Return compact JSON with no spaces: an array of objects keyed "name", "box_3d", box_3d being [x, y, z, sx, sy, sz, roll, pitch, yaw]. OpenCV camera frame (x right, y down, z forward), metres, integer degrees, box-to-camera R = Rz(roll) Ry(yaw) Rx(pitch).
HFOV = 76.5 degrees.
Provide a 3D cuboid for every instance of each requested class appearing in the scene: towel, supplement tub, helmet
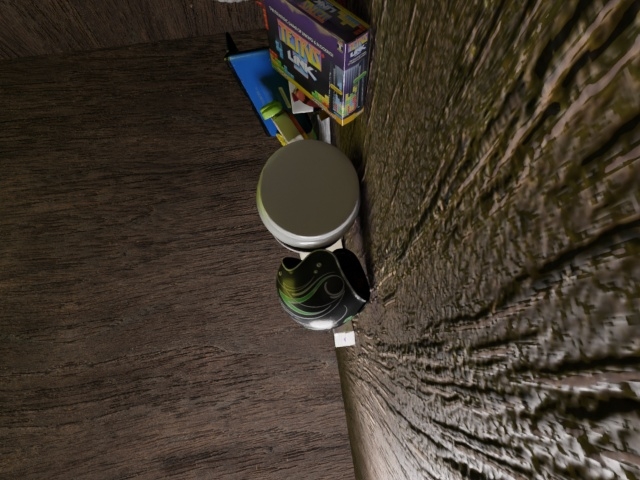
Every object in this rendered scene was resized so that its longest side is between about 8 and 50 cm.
[{"name":"towel","box_3d":[-0.006,-0.379,1.200,0.209,0.034,0.284,85,176,-45]},{"name":"supplement tub","box_3d":[-0.023,-0.075,0.802,0.272,0.191,0.190,108,154,-84]},{"name":"helmet","box_3d":[-0.003,0.092,0.794,0.169,0.162,0.169,49,-157,-29]}]

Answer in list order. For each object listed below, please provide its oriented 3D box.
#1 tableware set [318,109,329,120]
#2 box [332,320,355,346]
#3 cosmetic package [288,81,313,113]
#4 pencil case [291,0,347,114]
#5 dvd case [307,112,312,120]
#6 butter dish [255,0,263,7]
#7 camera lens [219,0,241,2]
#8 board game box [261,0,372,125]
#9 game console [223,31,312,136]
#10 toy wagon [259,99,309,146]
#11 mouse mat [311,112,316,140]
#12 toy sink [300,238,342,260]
[{"name":"tableware set","box_3d":[0.002,-0.324,0.887,0.104,0.024,0.154,55,-154,-50]},{"name":"box","box_3d":[0.056,0.212,1.374,0.323,0.063,0.067,-102,6,-55]},{"name":"cosmetic package","box_3d":[-0.036,-0.434,0.979,0.060,0.099,0.238,-98,1,-75]},{"name":"pencil case","box_3d":[-0.007,-0.321,0.701,0.209,0.098,0.095,91,170,-69]},{"name":"dvd case","box_3d":[-0.095,-0.471,1.408,0.018,0.165,0.221,-54,-4,6]},{"name":"butter dish","box_3d":[-0.084,-0.656,1.078,0.160,0.160,0.118,-101,27,-60]},{"name":"camera lens","box_3d":[-0.103,-0.447,0.481,0.274,0.220,0.219,-167,68,-69]},{"name":"board game box","box_3d":[-0.008,-0.265,0.564,0.170,0.048,0.141,45,164,21]},{"name":"game console","box_3d":[-0.158,-0.487,1.253,0.293,0.251,0.173,59,-137,-49]},{"name":"toy wagon","box_3d":[-0.072,-0.273,1.158,0.267,0.068,0.344,56,-176,-24]},{"name":"mouse mat","box_3d":[-0.027,-0.463,1.671,0.152,0.007,0.189,85,177,-47]},{"name":"toy sink","box_3d":[0.000,0.000,1.201,0.152,0.131,0.234,-104,2,-66]}]
